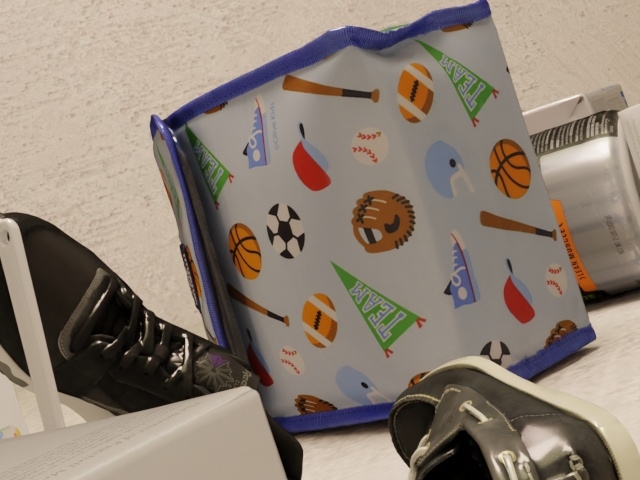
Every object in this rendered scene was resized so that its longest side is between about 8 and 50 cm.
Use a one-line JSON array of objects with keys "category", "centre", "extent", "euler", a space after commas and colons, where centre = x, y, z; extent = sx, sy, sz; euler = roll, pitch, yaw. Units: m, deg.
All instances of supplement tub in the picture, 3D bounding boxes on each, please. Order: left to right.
[{"category": "supplement tub", "centre": [0.215, -0.011, 1.241], "extent": [0.316, 0.193, 0.193], "euler": [-18, 2, 28]}]

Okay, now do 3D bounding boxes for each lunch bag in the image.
[{"category": "lunch bag", "centre": [0.000, 0.000, 1.028], "extent": [0.239, 0.328, 0.385], "euler": [-18, 3, -41]}]

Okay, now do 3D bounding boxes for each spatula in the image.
[{"category": "spatula", "centre": [-0.190, 0.116, 0.653], "extent": [0.168, 0.242, 0.019], "euler": [-18, -7, 35]}]

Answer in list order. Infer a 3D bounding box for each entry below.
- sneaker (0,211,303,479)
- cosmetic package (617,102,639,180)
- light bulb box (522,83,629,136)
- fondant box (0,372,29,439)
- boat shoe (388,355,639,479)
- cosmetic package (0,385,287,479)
[{"category": "sneaker", "centre": [-0.106, 0.079, 0.737], "extent": [0.124, 0.283, 0.107], "euler": [-11, 41, 31]}, {"category": "cosmetic package", "centre": [0.505, -0.101, 1.113], "extent": [0.365, 0.197, 0.155], "euler": [-17, 1, -22]}, {"category": "light bulb box", "centre": [0.256, -0.050, 1.530], "extent": [0.358, 0.225, 0.361], "euler": [-18, 3, 23]}, {"category": "fondant box", "centre": [-0.439, 0.187, 1.005], "extent": [0.330, 0.238, 0.096], "euler": [-20, 1, -42]}, {"category": "boat shoe", "centre": [0.078, 0.114, 0.595], "extent": [0.079, 0.084, 0.233], "euler": [-18, 5, -16]}, {"category": "cosmetic package", "centre": [-0.150, 0.166, 0.416], "extent": [0.225, 0.138, 0.224], "euler": [-18, 1, 39]}]
